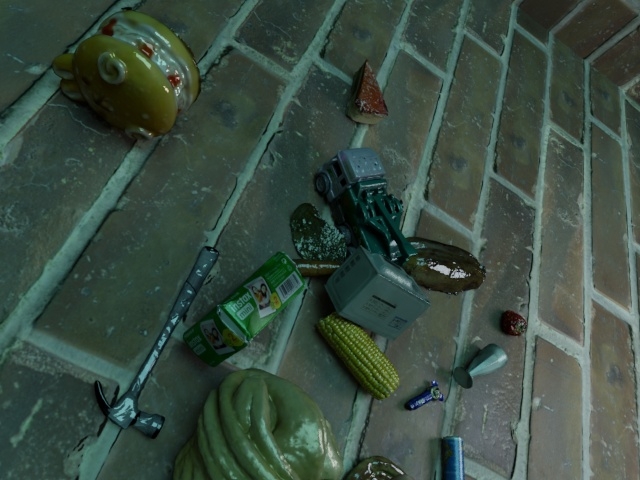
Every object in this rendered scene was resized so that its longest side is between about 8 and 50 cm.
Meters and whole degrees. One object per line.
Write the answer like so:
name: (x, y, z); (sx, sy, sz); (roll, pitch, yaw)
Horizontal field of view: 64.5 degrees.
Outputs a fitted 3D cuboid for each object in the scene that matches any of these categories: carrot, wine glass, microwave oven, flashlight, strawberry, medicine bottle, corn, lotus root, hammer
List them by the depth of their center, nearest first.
hammer: (-0.311, 0.187, 1.069); (0.152, 0.044, 0.427); (32, 53, -11)
corn: (0.092, 0.271, 1.221); (0.244, 0.093, 0.093); (50, 53, 1)
medicine bottle: (0.324, 0.576, 1.224); (0.051, 0.051, 0.191); (18, 58, -21)
microwave oven: (0.139, 0.128, 1.234); (0.208, 0.162, 0.122); (31, 19, -35)
carrot: (0.006, 0.072, 1.270); (0.191, 0.047, 0.047); (3, 63, -7)
flashlight: (0.268, 0.400, 1.290); (0.121, 0.035, 0.057); (-14, 75, -34)
wine glass: (0.439, 0.344, 1.396); (0.155, 0.073, 0.073); (-17, 76, -32)
lotus root: (0.373, 0.069, 1.493); (0.329, 0.078, 0.167); (9, 64, -26)
strawberry: (0.582, 0.249, 1.536); (0.073, 0.073, 0.083); (14, 24, -23)

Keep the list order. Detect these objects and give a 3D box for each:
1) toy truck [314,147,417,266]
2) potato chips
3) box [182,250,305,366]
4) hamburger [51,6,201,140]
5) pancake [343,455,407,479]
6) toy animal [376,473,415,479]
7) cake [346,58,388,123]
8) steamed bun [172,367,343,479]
toy truck: (0.128, -0.077, 1.369); (0.176, 0.178, 0.364); (-11, 69, -33)
potato chips: (0.000, 0.000, 1.314); (0.142, 0.026, 0.209); (-10, 80, -1)
box: (-0.155, 0.143, 1.071); (0.103, 0.180, 0.250); (50, 39, -1)
hamburger: (-0.444, -0.369, 1.149); (0.302, 0.261, 0.186); (28, 58, 7)
pancake: (0.134, 0.613, 1.110); (0.250, 0.031, 0.250); (13, 61, -24)
toy animal: (0.153, 0.575, 1.024); (0.197, 0.171, 0.171); (-4, 68, -24)
cake: (0.124, -0.474, 1.618); (0.116, 0.086, 0.221); (-7, 71, -34)
steamed bun: (-0.099, 0.427, 0.955); (0.324, 0.230, 0.372); (32, 52, -16)
